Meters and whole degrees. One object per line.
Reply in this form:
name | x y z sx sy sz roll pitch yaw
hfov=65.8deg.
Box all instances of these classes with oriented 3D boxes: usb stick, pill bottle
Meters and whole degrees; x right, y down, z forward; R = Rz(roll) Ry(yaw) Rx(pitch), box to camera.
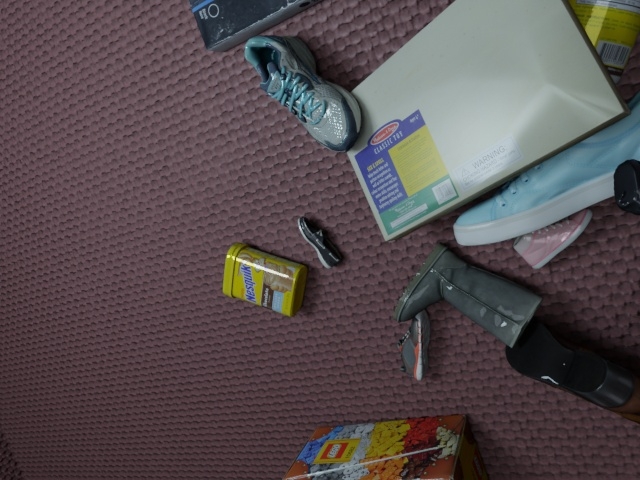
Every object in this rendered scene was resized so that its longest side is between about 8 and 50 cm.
usb stick | 0.522 -0.052 0.679 0.278 0.077 0.045 9 159 -15
pill bottle | 0.395 -0.334 0.694 0.117 0.117 0.214 19 113 18

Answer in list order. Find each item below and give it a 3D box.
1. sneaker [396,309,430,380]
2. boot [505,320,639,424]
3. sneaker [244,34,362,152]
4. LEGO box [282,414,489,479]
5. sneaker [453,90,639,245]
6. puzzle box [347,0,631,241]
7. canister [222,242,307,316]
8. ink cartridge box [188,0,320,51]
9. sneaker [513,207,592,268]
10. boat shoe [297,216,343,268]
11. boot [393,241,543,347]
sneaker | 0.182 0.209 0.999 0.065 0.061 0.157 9 109 29
boot | 0.484 0.244 0.831 0.281 0.264 0.096 29 81 -14
sneaker | -0.042 -0.259 0.879 0.283 0.122 0.110 52 127 23
LEGO box | 0.195 0.657 1.054 0.373 0.193 0.500 -16 99 28
sneaker | 0.365 -0.118 0.776 0.366 0.135 0.150 -26 93 18
puzzle box | 0.207 -0.201 0.777 0.409 0.052 0.272 -31 76 42
canister | -0.121 0.087 1.091 0.170 0.073 0.126 17 113 18
ink cartridge box | -0.098 -0.489 0.906 0.333 0.065 0.165 -16 98 27
sneaker | 0.385 -0.017 0.836 0.070 0.051 0.134 39 122 3
boat shoe | 0.000 0.000 1.022 0.038 0.046 0.125 -30 95 29
boot | 0.260 0.124 0.899 0.208 0.076 0.189 36 104 18
